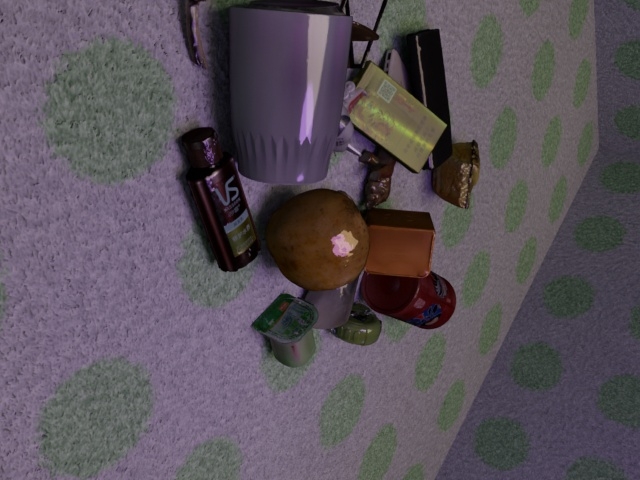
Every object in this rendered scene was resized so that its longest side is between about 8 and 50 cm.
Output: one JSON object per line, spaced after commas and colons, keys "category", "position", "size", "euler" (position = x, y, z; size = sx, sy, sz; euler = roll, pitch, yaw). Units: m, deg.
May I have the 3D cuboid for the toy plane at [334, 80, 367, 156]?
{"category": "toy plane", "position": [0.036, -0.277, 1.540], "size": [0.252, 0.118, 0.252], "euler": [-51, 161, -25]}

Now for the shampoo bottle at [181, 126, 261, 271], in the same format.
{"category": "shampoo bottle", "position": [-0.218, -0.089, 1.348], "size": [0.129, 0.084, 0.323], "euler": [-44, 135, -37]}

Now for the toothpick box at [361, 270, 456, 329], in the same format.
{"category": "toothpick box", "position": [0.301, 0.175, 2.050], "size": [0.333, 0.204, 0.204], "euler": [26, 83, -53]}

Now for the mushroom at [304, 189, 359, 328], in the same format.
{"category": "mushroom", "position": [0.042, 0.054, 1.724], "size": [0.177, 0.126, 0.396], "euler": [-2, 109, -44]}

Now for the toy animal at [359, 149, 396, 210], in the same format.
{"category": "toy animal", "position": [0.194, -0.241, 1.845], "size": [0.312, 0.097, 0.157], "euler": [-66, 154, -12]}

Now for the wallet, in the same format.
{"category": "wallet", "position": [0.339, -0.437, 1.894], "size": [0.228, 0.062, 0.405], "euler": [-38, 122, -54]}

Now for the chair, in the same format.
{"category": "chair", "position": [0.050, -0.511, 1.482], "size": [0.159, 0.172, 0.246], "euler": [4, 94, -55]}

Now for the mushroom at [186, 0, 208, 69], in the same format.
{"category": "mushroom", "position": [-0.246, -0.430, 1.209], "size": [0.060, 0.061, 0.187], "euler": [-21, 133, -33]}

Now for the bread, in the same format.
{"category": "bread", "position": [0.475, -0.226, 2.161], "size": [0.262, 0.163, 0.204], "euler": [-56, 146, -60]}

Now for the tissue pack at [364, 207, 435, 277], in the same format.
{"category": "tissue pack", "position": [0.226, 0.001, 1.783], "size": [0.274, 0.195, 0.145], "euler": [-62, 154, -74]}

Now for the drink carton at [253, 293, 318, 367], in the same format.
{"category": "drink carton", "position": [-0.075, 0.252, 1.638], "size": [0.146, 0.144, 0.142], "euler": [-44, 141, -34]}

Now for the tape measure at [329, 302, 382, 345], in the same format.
{"category": "tape measure", "position": [0.111, 0.258, 1.880], "size": [0.177, 0.154, 0.087], "euler": [-13, 120, -45]}

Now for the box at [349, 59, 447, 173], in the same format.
{"category": "box", "position": [0.201, -0.339, 1.716], "size": [0.311, 0.043, 0.173], "euler": [31, 86, -27]}

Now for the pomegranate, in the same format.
{"category": "pomegranate", "position": [0.000, 0.000, 1.517], "size": [0.260, 0.260, 0.260], "euler": [-25, 123, -46]}

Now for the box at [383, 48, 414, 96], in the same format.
{"category": "box", "position": [0.255, -0.435, 1.851], "size": [0.285, 0.044, 0.142], "euler": [44, 52, -51]}

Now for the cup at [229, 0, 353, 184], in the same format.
{"category": "cup", "position": [-0.073, -0.320, 1.308], "size": [0.253, 0.253, 0.371], "euler": [-19, 121, -49]}
